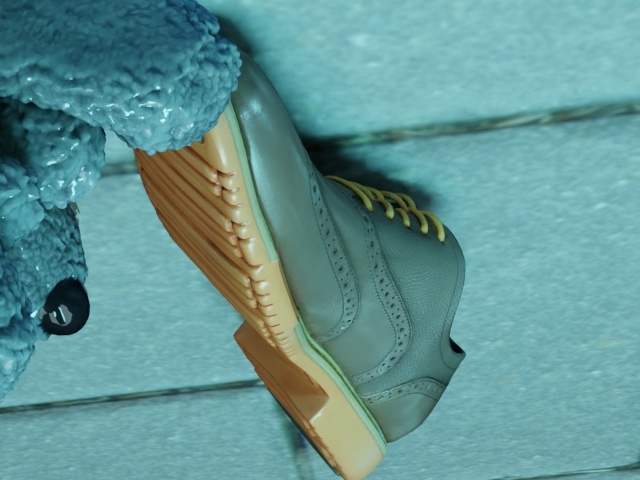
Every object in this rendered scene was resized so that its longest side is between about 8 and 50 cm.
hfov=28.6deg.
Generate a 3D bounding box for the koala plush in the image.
[{"bbox_3d":[-0.164,-0.019,0.547,0.203,0.196,0.221,31,157,8],"label":"koala plush"}]

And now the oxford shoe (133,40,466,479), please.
[{"bbox_3d":[0.000,0.000,0.707,0.133,0.130,0.363,-37,145,-10],"label":"oxford shoe"}]
